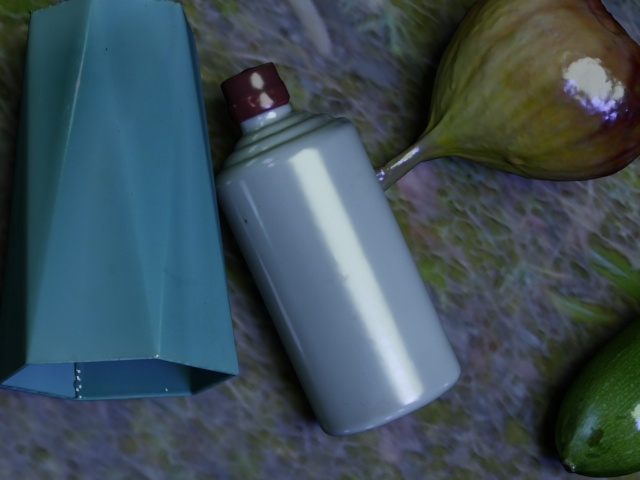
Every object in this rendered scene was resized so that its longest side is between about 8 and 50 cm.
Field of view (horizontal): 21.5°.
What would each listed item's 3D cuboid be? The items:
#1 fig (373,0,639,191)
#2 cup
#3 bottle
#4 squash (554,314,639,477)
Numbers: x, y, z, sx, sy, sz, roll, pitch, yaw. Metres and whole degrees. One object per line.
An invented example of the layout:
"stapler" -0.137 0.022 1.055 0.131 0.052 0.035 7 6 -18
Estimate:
"fig" 0.125 -0.103 1.174 0.230 0.143 0.160 -11 56 -21
"cup" -0.126 -0.025 1.041 0.134 0.148 0.236 7 70 -27
"bottle" 0.000 0.000 1.111 0.104 0.104 0.245 -27 95 -28
"squash" 0.329 0.065 1.268 0.395 0.107 0.107 -24 93 -27
